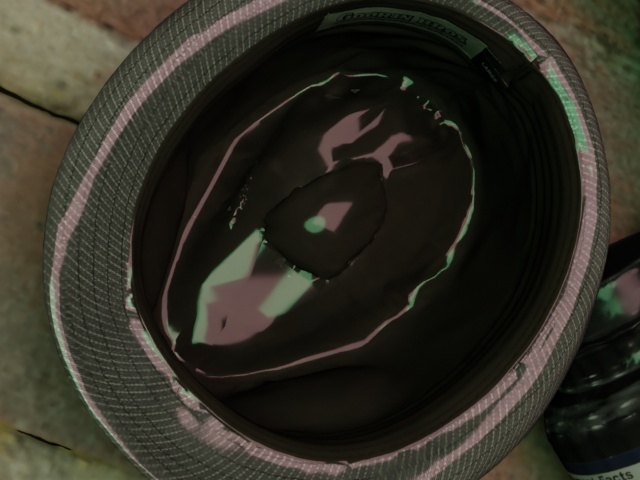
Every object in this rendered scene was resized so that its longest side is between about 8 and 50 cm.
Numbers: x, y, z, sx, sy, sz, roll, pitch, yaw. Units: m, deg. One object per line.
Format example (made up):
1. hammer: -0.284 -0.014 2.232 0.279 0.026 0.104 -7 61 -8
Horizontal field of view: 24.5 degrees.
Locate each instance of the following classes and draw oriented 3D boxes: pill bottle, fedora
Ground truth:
1. pill bottle: 0.190 0.109 0.742 0.122 0.123 0.219 -31 93 -21
2. fedora: 0.000 0.000 0.687 0.243 0.124 0.275 40 76 -9
